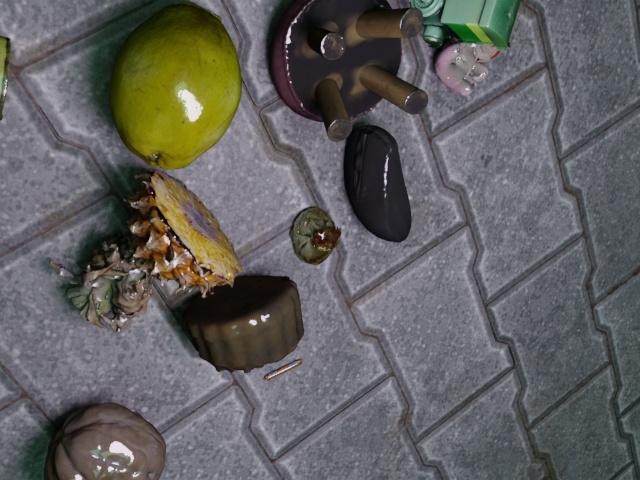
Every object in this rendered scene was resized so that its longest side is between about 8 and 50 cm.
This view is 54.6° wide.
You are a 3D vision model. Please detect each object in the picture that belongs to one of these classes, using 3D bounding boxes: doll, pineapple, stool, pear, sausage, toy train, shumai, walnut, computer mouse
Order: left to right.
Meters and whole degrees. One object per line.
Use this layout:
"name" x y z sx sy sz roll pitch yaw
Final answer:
"walnut" -0.400 0.414 1.165 0.224 0.224 0.224 -9 111 -24
"pineapple" -0.318 0.049 1.086 0.271 0.262 0.262 -35 122 9
"pear" -0.233 -0.249 1.009 0.212 0.212 0.269 21 80 -31
"sausage" -0.082 0.290 1.390 0.100 0.015 0.015 -22 116 -19
"shumai" 0.001 -0.001 1.289 0.099 0.087 0.124 -25 118 -19
"stool" 0.060 -0.322 1.130 0.272 0.178 0.272 -14 126 -21
"computer mouse" 0.109 -0.103 1.278 0.086 0.137 0.270 -30 120 -26
"doll" 0.319 -0.405 1.307 0.192 0.095 0.149 -47 128 -8
"toy train" 0.293 -0.512 1.172 0.120 0.202 0.301 10 97 -56

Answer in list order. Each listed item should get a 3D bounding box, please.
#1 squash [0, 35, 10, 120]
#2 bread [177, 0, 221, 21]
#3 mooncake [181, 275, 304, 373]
"squash" -0.578 -0.253 0.875 0.247 0.132 0.133 6 104 -29
"bread" -0.213 -0.381 1.075 0.088 0.034 0.049 17 113 -27
"mooncake" -0.143 0.157 1.190 0.228 0.228 0.124 -21 112 -19
